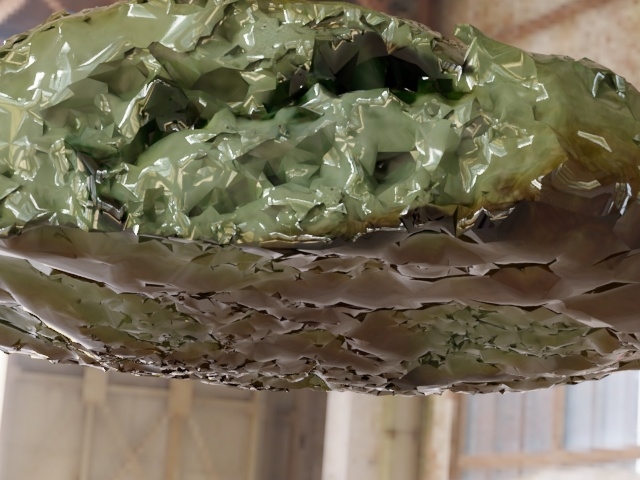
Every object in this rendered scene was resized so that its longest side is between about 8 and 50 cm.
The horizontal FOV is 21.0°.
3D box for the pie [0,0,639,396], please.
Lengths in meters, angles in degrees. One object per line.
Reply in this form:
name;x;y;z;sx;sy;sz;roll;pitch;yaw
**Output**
pie;0.000;0.000;0.634;0.355;0.102;0.288;0;-13;17
